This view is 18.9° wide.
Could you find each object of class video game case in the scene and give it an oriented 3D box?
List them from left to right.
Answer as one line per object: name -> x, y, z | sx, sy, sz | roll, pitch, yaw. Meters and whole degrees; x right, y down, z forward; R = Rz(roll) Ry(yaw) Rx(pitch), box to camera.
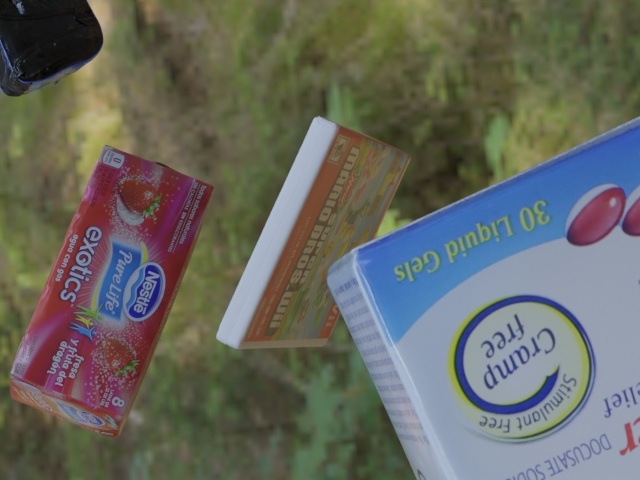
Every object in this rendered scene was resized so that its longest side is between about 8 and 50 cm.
video game case -> 0.000, 0.000, 1.701 | 0.204, 0.025, 0.285 | -66, -14, 4

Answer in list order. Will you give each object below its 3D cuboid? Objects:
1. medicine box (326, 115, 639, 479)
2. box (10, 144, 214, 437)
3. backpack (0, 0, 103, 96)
medicine box -> 0.183, 0.089, 1.052 | 0.149, 0.263, 0.289 | 131, 115, -83
box -> -0.209, 0.052, 1.919 | 0.128, 0.123, 0.257 | 119, 171, -72
backpack -> -0.289, -0.208, 1.958 | 0.084, 0.114, 0.105 | -27, 88, 60
